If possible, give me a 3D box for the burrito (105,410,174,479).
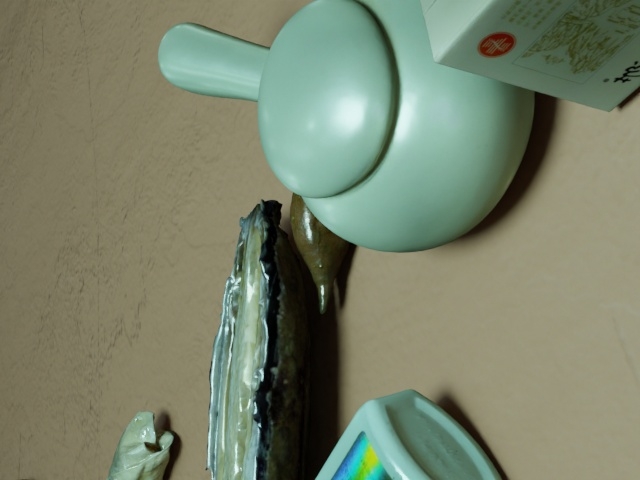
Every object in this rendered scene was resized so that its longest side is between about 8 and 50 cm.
[{"bbox_3d":[-0.200,0.278,1.211,0.087,0.060,0.226,50,128,53],"label":"burrito"}]

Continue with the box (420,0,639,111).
[{"bbox_3d":[0.163,-0.159,0.629,0.201,0.141,0.058,-47,43,46],"label":"box"}]

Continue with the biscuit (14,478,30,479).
[{"bbox_3d":[-0.360,0.472,1.453,0.359,0.046,0.359,-9,79,55],"label":"biscuit"}]

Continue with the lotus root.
[{"bbox_3d":[-0.040,0.134,0.969,0.167,0.078,0.330,168,108,-70],"label":"lotus root"}]

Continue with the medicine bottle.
[{"bbox_3d":[0.035,0.223,0.838,0.121,0.083,0.229,48,126,29],"label":"medicine bottle"}]

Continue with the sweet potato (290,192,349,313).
[{"bbox_3d":[0.000,0.000,0.947,0.049,0.049,0.117,-13,76,55],"label":"sweet potato"}]

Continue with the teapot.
[{"bbox_3d":[0.008,-0.092,0.851,0.318,0.149,0.220,-21,69,53],"label":"teapot"}]
